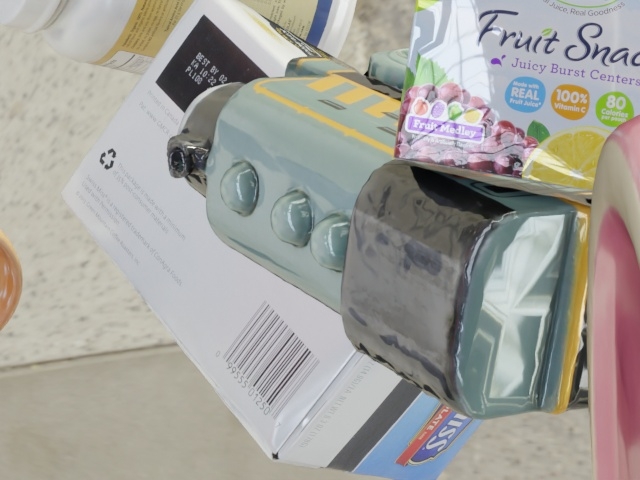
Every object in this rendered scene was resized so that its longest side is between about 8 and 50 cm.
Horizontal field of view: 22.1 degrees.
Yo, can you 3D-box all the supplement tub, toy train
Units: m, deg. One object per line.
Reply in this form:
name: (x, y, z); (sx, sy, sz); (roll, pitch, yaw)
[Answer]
supplement tub: (-0.144, -0.270, 1.597); (0.316, 0.228, 0.228); (11, 82, -28)
toy train: (0.060, -0.016, 0.838); (0.190, 0.334, 0.142); (-4, 112, -34)

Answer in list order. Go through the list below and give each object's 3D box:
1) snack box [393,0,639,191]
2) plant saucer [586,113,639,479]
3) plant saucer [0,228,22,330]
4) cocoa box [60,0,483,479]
snack box: (0.109, -0.073, 0.698); (0.141, 0.037, 0.100); (10, 98, 13)
plant saucer: (0.128, 0.092, 0.458); (0.084, 0.332, 0.332); (-4, 86, 5)
plant saucer: (-0.346, 0.033, 1.342); (0.200, 0.200, 0.037); (-5, 45, -17)
cocoa box: (0.000, 0.000, 1.359); (0.231, 0.347, 0.228); (-52, 145, 12)
